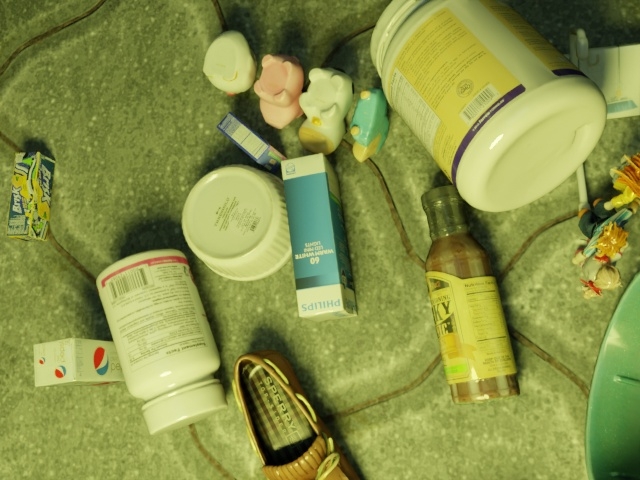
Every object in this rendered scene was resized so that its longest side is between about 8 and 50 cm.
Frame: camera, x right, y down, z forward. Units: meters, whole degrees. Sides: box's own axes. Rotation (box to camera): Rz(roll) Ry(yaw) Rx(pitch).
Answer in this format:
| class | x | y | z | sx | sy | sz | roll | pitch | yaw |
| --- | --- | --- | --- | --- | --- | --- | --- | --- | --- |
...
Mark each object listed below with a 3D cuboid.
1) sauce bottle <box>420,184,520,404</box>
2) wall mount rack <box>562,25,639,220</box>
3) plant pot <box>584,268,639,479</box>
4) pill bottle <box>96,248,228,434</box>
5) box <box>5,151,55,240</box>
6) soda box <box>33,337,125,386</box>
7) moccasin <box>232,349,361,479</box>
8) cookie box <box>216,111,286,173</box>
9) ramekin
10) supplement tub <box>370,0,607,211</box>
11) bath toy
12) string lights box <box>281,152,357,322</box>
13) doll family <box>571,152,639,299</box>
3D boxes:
| class | x | y | z | sx | sy | sz | roll | pitch | yaw |
| --- | --- | --- | --- | --- | --- | --- | --- | --- | --- |
| sauce bottle | 0.228 | 0.084 | 1.064 | 0.112 | 0.111 | 0.344 | -13 | 75 | 11 |
| wall mount rack | 0.509 | -0.194 | 1.049 | 0.350 | 0.130 | 0.303 | -5 | 111 | 13 |
| plant pot | 0.569 | 0.223 | 0.860 | 0.334 | 0.341 | 0.340 | 14 | 83 | 7 |
| pill bottle | -0.265 | 0.171 | 1.133 | 0.161 | 0.160 | 0.282 | -24 | 75 | 8 |
| box | -0.567 | -0.085 | 1.306 | 0.054 | 0.059 | 0.168 | 0 | 79 | 12 |
| soda box | -0.386 | 0.208 | 1.125 | 0.074 | 0.216 | 0.069 | -11 | 76 | 11 |
| moccasin | -0.028 | 0.345 | 1.050 | 0.139 | 0.147 | 0.379 | -26 | 75 | 7 |
| cookie box | -0.123 | -0.175 | 1.203 | 0.107 | 0.092 | 0.040 | 41 | 94 | 16 |
| ramekin | -0.144 | -0.037 | 1.172 | 0.207 | 0.109 | 0.207 | -3 | 78 | 12 |
| supplement tub | 0.242 | -0.233 | 1.028 | 0.241 | 0.241 | 0.331 | -33 | 57 | 5 |
| bath toy | -0.048 | -0.257 | 1.186 | 0.348 | 0.129 | 0.151 | 28 | 106 | 17 |
| string lights box | 0.000 | 0.000 | 1.118 | 0.077 | 0.133 | 0.259 | -10 | 77 | 11 |
| doll family | 0.434 | -0.040 | 0.965 | 0.118 | 0.163 | 0.263 | 34 | 111 | -2 |
